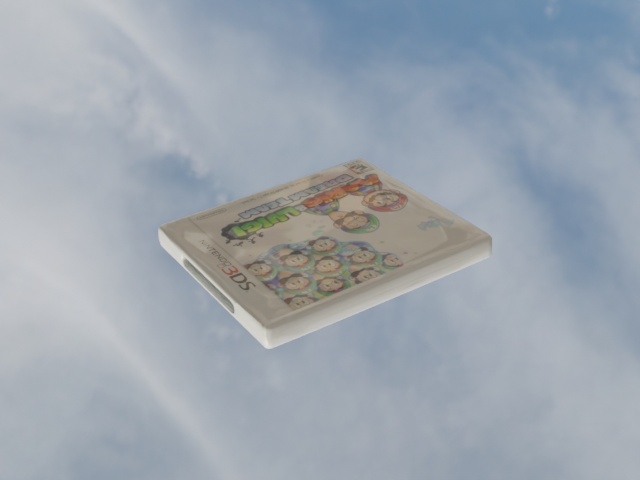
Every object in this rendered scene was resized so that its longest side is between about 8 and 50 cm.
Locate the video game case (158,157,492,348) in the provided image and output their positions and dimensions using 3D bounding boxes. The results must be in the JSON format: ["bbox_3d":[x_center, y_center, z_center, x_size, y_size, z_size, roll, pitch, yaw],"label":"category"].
[{"bbox_3d":[0.000,0.000,0.620,0.157,0.019,0.143,-20,-147,-25],"label":"video game case"}]
